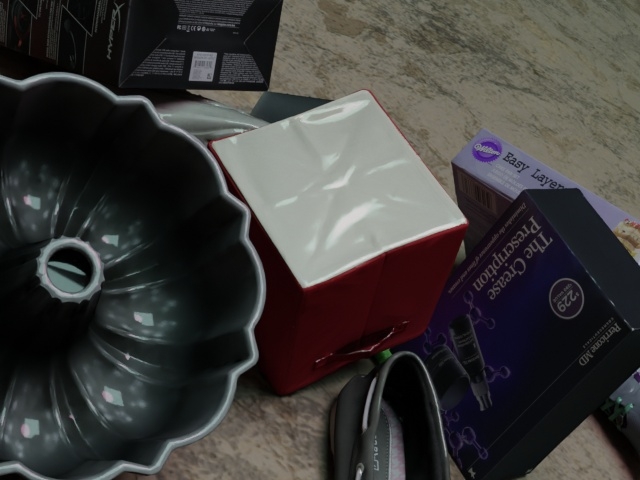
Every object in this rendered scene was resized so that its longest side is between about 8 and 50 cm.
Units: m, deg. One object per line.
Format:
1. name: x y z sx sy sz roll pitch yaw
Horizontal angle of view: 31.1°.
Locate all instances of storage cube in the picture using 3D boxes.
1. storage cube: 0.001 0.000 1.123 0.183 0.193 0.215 -21 61 -23

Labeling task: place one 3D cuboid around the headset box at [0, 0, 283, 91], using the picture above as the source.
1. headset box: -0.223 -0.248 1.262 0.293 0.110 0.218 23 19 38

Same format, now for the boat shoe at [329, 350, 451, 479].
1. boat shoe: 0.067 0.237 1.031 0.112 0.095 0.335 22 36 -21

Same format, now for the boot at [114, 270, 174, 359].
1. boot: -0.183 0.006 1.096 0.178 0.085 0.236 39 43 1

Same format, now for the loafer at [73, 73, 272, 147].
1. loafer: -0.139 -0.115 1.248 0.319 0.112 0.111 17 30 -15

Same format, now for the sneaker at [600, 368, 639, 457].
1. sneaker: 0.349 0.189 1.390 0.098 0.083 0.224 3 37 -11

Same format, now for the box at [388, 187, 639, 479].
1. box: 0.210 0.100 1.179 0.103 0.261 0.184 -5 50 -44

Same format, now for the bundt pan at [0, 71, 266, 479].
1. bundt pan: -0.216 0.041 0.914 0.330 0.124 0.331 11 66 -27

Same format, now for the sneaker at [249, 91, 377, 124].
1. sneaker: -0.007 -0.161 1.468 0.118 0.083 0.222 27 23 10

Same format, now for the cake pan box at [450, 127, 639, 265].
1. cake pan box: 0.270 0.014 1.333 0.267 0.246 0.070 35 70 29

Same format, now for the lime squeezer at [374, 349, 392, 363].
1. lime squeezer: 0.000 0.000 1.300 0.110 0.059 0.310 11 40 -34
